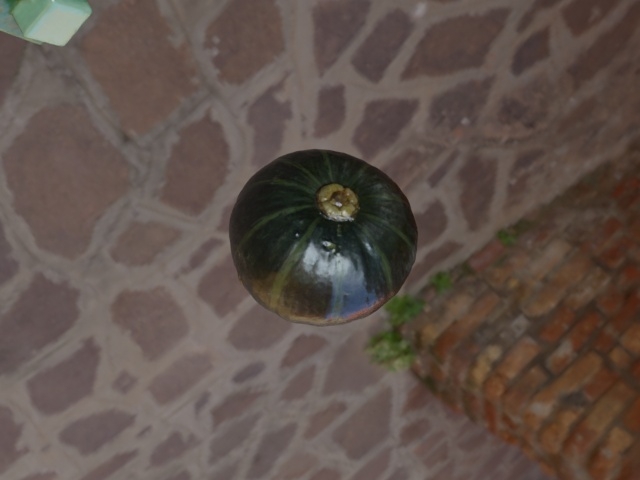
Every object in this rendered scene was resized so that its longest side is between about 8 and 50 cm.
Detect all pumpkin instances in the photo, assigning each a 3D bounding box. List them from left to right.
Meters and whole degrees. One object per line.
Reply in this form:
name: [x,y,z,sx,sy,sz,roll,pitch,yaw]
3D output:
pumpkin: [0.000,-0.002,0.988,0.167,0.167,0.125,-22,166,-33]

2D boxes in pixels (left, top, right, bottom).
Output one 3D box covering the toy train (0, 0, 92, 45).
toy train: [-0.209,-0.219,0.576,0.159,0.188,0.272,-40,158,20]
